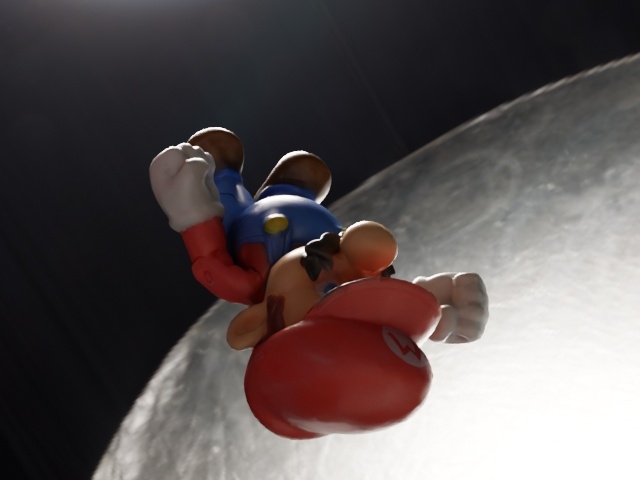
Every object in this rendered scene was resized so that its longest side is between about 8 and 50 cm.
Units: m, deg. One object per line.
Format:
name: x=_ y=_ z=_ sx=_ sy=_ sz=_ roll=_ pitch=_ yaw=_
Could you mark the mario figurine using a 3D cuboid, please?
mario figurine: x=0.000 y=0.000 z=0.633 sx=0.198 sy=0.170 sz=0.320 roll=-21 pitch=36 yaw=-9
